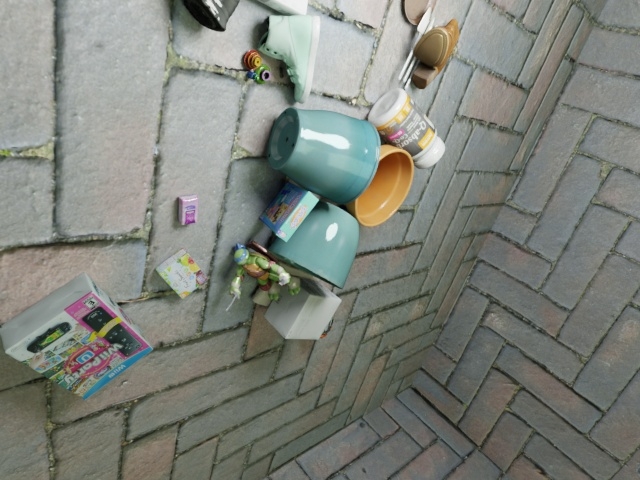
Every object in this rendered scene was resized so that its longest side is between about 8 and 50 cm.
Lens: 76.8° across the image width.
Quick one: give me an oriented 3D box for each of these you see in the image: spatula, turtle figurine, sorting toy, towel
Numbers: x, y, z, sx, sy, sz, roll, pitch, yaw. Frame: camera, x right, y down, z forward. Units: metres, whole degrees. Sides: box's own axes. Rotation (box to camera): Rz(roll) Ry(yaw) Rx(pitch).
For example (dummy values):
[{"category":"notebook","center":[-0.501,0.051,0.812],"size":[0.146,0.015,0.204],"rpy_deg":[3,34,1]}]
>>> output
[{"category":"spatula","center":[0.338,-0.662,1.413],"size":[0.242,0.019,0.168],"rpy_deg":[-63,163,15]},{"category":"turtle figurine","center":[-0.188,0.154,1.334],"size":[0.198,0.275,0.266],"rpy_deg":[-46,142,5]},{"category":"sorting toy","center":[-0.161,-0.446,1.057],"size":[0.061,0.042,0.102],"rpy_deg":[-52,144,-1]},{"category":"towel","center":[-0.130,0.186,1.602],"size":[0.187,0.049,0.282],"rpy_deg":[-57,142,3]}]

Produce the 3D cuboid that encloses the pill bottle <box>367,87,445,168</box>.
[{"category":"pill bottle","center":[0.312,-0.389,1.439],"size":[0.278,0.162,0.162],"rpy_deg":[36,91,-29]}]

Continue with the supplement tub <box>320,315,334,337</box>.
[{"category":"supplement tub","center":[0.003,0.338,1.810],"size":[0.117,0.117,0.190],"rpy_deg":[-17,131,-38]}]

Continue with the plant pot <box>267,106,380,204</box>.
[{"category":"plant pot","center":[-0.006,-0.268,1.204],"size":[0.255,0.271,0.272],"rpy_deg":[12,111,-36]}]

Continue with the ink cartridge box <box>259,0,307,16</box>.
[{"category":"ink cartridge box","center":[-0.096,-0.674,0.953],"size":[0.181,0.056,0.225],"rpy_deg":[-1,101,-47]}]

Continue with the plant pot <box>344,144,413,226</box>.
[{"category":"plant pot","center":[0.162,-0.221,1.453],"size":[0.291,0.203,0.291],"rpy_deg":[-28,136,-31]}]

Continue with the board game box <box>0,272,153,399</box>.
[{"category":"board game box","center":[-0.633,0.265,1.084],"size":[0.224,0.097,0.303],"rpy_deg":[-38,142,-19]}]

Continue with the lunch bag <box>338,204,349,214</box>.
[{"category":"lunch bag","center":[0.110,-0.100,1.609],"size":[0.065,0.067,0.098],"rpy_deg":[-42,143,-13]}]

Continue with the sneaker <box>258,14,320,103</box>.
[{"category":"sneaker","center":[-0.090,-0.487,1.087],"size":[0.151,0.094,0.256],"rpy_deg":[4,149,-7]}]

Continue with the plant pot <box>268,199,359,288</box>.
[{"category":"plant pot","center":[0.000,0.000,1.409],"size":[0.293,0.293,0.235],"rpy_deg":[38,77,-53]}]

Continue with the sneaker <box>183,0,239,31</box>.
[{"category":"sneaker","center":[-0.262,-0.575,0.812],"size":[0.130,0.109,0.286],"rpy_deg":[-58,151,-9]}]

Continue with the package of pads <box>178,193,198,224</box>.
[{"category":"package of pads","center":[-0.371,-0.087,1.132],"size":[0.050,0.032,0.083],"rpy_deg":[-13,128,-37]}]

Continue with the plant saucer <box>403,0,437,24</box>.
[{"category":"plant saucer","center":[0.321,-0.793,1.305],"size":[0.168,0.029,0.168],"rpy_deg":[-27,136,-31]}]

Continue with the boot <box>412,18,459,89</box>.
[{"category":"boot","center":[0.422,-0.679,1.388],"size":[0.220,0.109,0.283],"rpy_deg":[-53,165,-10]}]

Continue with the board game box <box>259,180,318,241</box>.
[{"category":"board game box","center":[-0.105,-0.096,1.264],"size":[0.047,0.210,0.160],"rpy_deg":[38,90,-27]}]

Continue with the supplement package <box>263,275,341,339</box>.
[{"category":"supplement package","center":[-0.067,0.261,1.562],"size":[0.203,0.149,0.194],"rpy_deg":[20,103,-51]}]

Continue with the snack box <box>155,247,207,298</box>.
[{"category":"snack box","center":[-0.419,0.102,1.229],"size":[0.100,0.037,0.141],"rpy_deg":[-39,141,-16]}]
